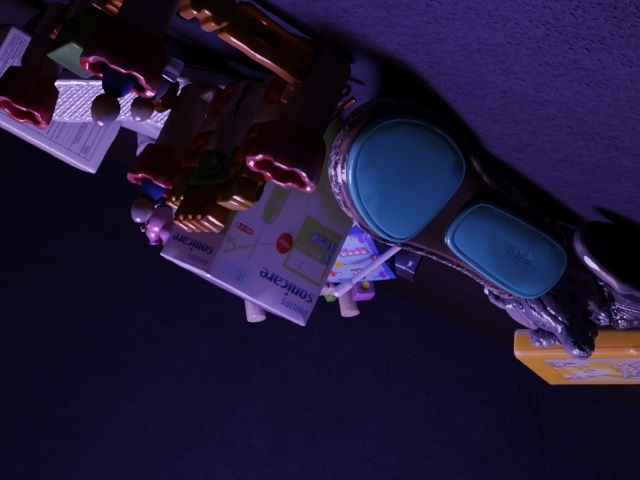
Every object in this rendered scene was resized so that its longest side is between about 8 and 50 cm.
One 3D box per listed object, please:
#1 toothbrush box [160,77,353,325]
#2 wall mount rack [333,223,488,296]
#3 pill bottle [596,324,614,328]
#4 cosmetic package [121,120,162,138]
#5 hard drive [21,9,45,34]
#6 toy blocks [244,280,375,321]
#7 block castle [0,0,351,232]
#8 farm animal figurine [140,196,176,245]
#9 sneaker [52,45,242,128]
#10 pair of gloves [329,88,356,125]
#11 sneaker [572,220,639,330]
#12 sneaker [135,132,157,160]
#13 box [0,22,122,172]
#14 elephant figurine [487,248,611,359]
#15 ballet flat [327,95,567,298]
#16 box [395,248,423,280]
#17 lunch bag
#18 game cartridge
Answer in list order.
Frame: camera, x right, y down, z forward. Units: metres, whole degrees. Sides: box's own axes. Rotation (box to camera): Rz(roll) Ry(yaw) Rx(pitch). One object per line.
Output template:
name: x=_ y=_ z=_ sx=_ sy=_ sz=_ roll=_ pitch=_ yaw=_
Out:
toothbrush box: x=-0.062 y=-0.054 z=1.684 sx=0.122 sy=0.283 sz=0.206 roll=21 pitch=172 yaw=47
wall mount rack: x=0.135 y=0.012 z=1.876 sx=0.304 sy=0.130 sz=0.350 roll=1 pitch=165 yaw=21
pill bottle: x=0.461 y=0.135 z=2.061 sx=0.086 sy=0.086 sz=0.152 roll=26 pitch=174 yaw=7
cosmetic package: x=-0.356 y=-0.257 z=2.187 sx=0.231 sy=0.085 sz=0.117 roll=21 pitch=173 yaw=32
hard drive: x=-0.355 y=-0.294 z=1.974 sx=0.172 sy=0.054 sz=0.254 roll=22 pitch=173 yaw=33
toy blocks: x=-0.017 y=0.000 z=2.554 sx=0.288 sy=0.260 sz=0.309 roll=-1 pitch=157 yaw=-19
block castle: x=-0.195 y=-0.157 z=1.427 sx=0.303 sy=0.213 sz=0.453 roll=30 pitch=166 yaw=-26
farm animal figurine: x=-0.124 y=-0.101 z=1.847 sx=0.327 sy=0.172 sz=0.330 roll=-7 pitch=-172 yaw=-9
sneaker: x=-0.248 y=-0.239 z=1.730 sx=0.321 sy=0.127 sz=0.126 roll=6 pitch=140 yaw=-5
pair of gloves: x=0.011 y=-0.153 z=1.443 sx=0.010 sy=0.074 sz=0.083 roll=50 pitch=-172 yaw=-16
sneaker: x=0.384 y=0.055 z=1.516 sx=0.227 sy=0.087 sz=0.130 roll=25 pitch=149 yaw=-26
sneaker: x=-0.249 y=-0.189 z=2.299 sx=0.103 sy=0.111 sz=0.252 roll=-24 pitch=160 yaw=39
box: x=-0.446 y=-0.230 z=1.932 sx=0.232 sy=0.148 sz=0.127 roll=30 pitch=173 yaw=-28
elephant figurine: x=0.327 y=0.073 z=1.680 sx=0.186 sy=0.169 sz=0.239 roll=7 pitch=178 yaw=26
ballet flat: x=0.132 y=-0.065 z=1.476 sx=0.483 sy=0.164 sz=0.182 roll=29 pitch=-166 yaw=-45
box: x=0.127 y=-0.002 z=2.281 sx=0.156 sy=0.093 sz=0.158 roll=26 pitch=176 yaw=6
lunch bag: x=0.000 y=0.000 z=2.057 sx=0.221 sy=0.138 sz=0.293 roll=-2 pitch=176 yaw=12
game cartridge: x=0.512 y=0.198 z=1.981 sx=0.323 sy=0.053 sz=0.285 roll=-1 pitch=164 yaw=24
